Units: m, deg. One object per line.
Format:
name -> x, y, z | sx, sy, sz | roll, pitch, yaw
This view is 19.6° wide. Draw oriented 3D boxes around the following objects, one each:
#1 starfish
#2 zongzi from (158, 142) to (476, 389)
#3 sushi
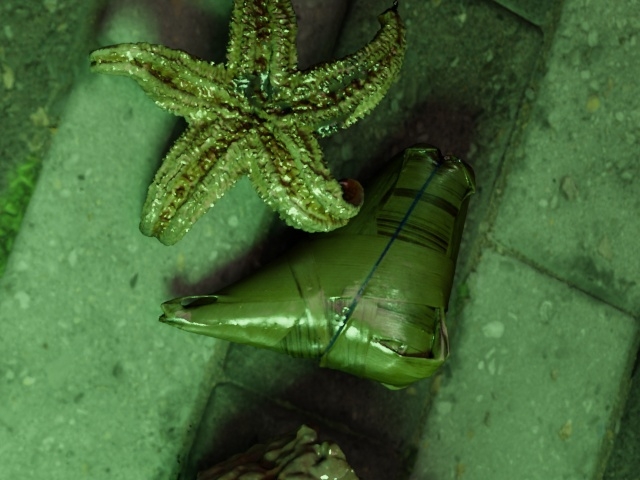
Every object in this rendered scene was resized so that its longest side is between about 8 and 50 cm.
starfish -> -0.073, -0.142, 1.805 | 0.312, 0.113, 0.303 | 4, 82, -12
zongzi -> 0.000, 0.000, 1.870 | 0.289, 0.123, 0.260 | 17, 70, -12
sushi -> -0.021, 0.316, 1.776 | 0.171, 0.236, 0.270 | -25, 105, -20
